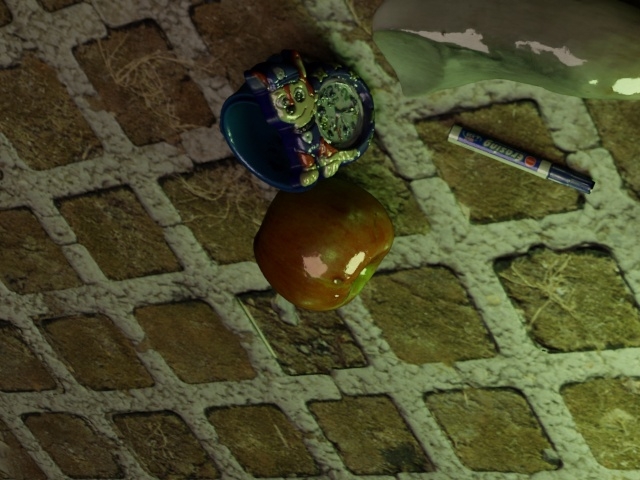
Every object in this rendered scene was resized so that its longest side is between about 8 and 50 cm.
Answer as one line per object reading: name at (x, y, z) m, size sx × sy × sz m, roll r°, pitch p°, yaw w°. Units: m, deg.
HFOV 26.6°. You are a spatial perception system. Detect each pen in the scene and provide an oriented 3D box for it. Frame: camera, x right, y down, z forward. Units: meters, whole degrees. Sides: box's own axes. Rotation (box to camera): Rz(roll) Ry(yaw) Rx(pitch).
pen at (0.262, -0.106, 1.779) m, size 0.204 × 0.025 × 0.025 m, roll 23°, pitch 138°, yaw 12°

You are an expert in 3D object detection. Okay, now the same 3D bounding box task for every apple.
apple at (0.000, 0.000, 1.926) m, size 0.196 × 0.196 × 0.196 m, roll 18°, pitch 137°, yaw 17°

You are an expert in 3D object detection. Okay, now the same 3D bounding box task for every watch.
watch at (-0.044, -0.163, 1.831) m, size 0.200 × 0.171 × 0.196 m, roll -7°, pitch 114°, yaw 51°

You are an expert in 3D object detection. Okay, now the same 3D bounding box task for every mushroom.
mushroom at (0.265, -0.227, 1.588) m, size 0.397 × 0.126 × 0.177 m, roll 9°, pitch 153°, yaw 26°
